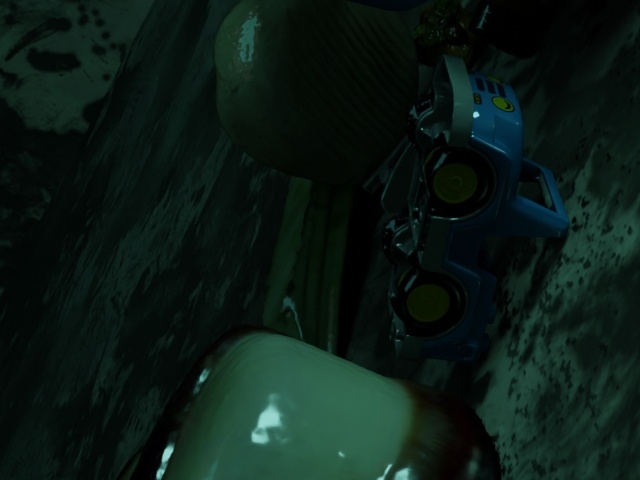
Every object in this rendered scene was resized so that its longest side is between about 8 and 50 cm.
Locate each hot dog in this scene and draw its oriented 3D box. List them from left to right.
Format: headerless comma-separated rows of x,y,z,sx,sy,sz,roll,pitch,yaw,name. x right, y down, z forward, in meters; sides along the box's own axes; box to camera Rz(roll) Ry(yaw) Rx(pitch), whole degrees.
0.094,-0.165,1.562,0.056,0.041,0.133,-65,15,2,hot dog

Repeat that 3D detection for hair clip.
0.075,-0.070,1.512,0.115,0.030,0.039,-59,35,29,hair clip

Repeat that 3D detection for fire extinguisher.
0.163,-0.219,1.410,0.177,0.050,0.062,-64,-23,0,fire extinguisher

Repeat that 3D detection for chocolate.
-0.040,0.186,1.187,0.283,0.186,0.283,-57,18,29,chocolate

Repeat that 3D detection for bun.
-0.012,-0.126,1.557,0.113,0.166,0.173,5,112,52,bun

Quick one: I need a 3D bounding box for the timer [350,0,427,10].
0.056,-0.333,1.264,0.340,0.115,0.309,-99,28,-46,timer

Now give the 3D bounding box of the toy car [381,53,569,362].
0.097,-0.013,1.235,0.097,0.100,0.191,-97,15,-62,toy car

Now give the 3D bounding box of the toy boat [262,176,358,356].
0.000,0.000,1.597,0.093,0.055,0.293,-54,18,44,toy boat
